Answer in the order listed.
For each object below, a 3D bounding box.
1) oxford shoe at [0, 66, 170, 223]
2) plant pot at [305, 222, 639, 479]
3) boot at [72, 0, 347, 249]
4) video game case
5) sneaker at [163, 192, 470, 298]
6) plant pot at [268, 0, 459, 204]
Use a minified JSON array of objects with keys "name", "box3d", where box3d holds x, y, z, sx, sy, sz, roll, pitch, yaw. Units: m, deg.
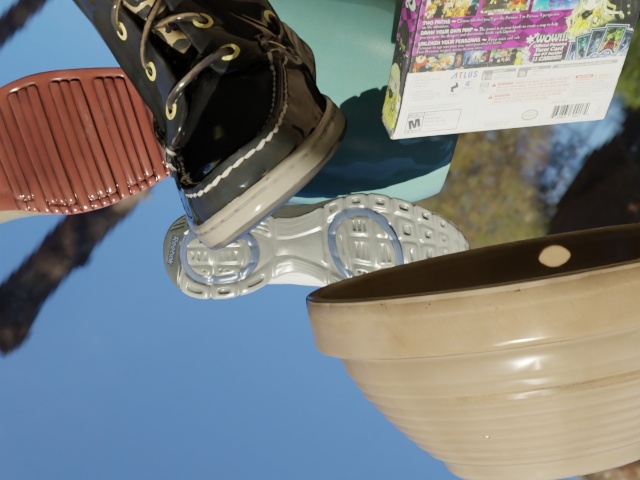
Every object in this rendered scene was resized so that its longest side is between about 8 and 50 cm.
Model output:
[{"name":"oxford shoe","box3d":[-0.262,-0.077,1.254,0.348,0.123,0.130,-13,-175,2]},{"name":"plant pot","box3d":[0.117,0.060,0.755,0.237,0.109,0.237,-10,-176,1]},{"name":"boot","box3d":[-0.119,-0.168,1.027,0.284,0.138,0.377,49,-165,-20]},{"name":"video game case","box3d":[0.183,-0.195,1.325,0.232,0.210,0.042,-7,-135,-17]},{"name":"sneaker","box3d":[0.000,0.000,1.407,0.297,0.111,0.129,3,-172,8]},{"name":"plant pot","box3d":[0.042,-0.166,1.577,0.235,0.293,0.293,15,-162,1]}]
